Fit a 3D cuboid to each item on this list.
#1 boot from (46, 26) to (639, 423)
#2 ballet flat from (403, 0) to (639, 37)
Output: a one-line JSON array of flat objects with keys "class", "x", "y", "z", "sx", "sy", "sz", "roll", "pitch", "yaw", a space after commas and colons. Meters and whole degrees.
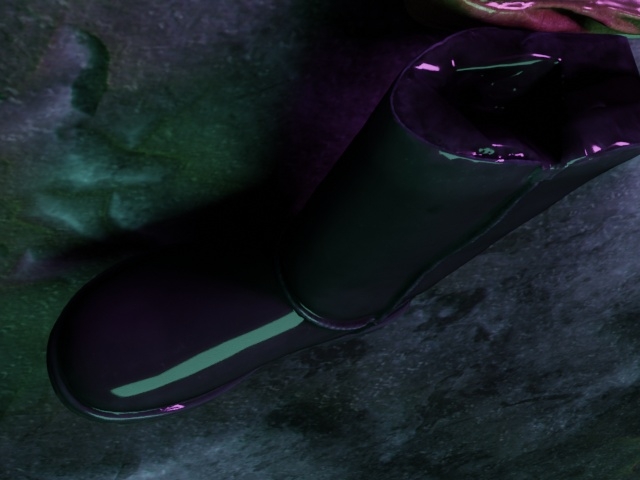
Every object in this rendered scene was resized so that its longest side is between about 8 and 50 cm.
[{"class": "boot", "x": 0.002, "y": -0.001, "z": 1.128, "sx": 0.367, "sy": 0.146, "sz": 0.445, "roll": -21, "pitch": 173, "yaw": -27}, {"class": "ballet flat", "x": 0.210, "y": -0.193, "z": 1.092, "sx": 0.342, "sy": 0.116, "sz": 0.124, "roll": -7, "pitch": 169, "yaw": -25}]
